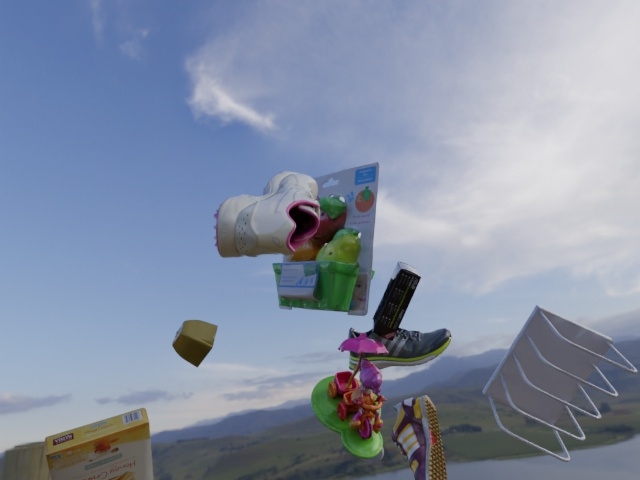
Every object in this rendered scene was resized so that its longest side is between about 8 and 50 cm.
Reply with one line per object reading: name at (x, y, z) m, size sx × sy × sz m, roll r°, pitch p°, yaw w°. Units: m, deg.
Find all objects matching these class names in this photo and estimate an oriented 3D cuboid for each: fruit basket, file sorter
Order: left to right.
fruit basket at (0.000, 0.000, 1.055) m, size 0.165 × 0.354 × 0.326 m, roll 7°, pitch -7°, yaw -43°
file sorter at (0.551, 0.338, 1.006) m, size 0.192 × 0.278 × 0.173 m, roll 25°, pitch 17°, yaw 5°

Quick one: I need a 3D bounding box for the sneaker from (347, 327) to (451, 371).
sneaker at (0.209, 0.279, 1.180) m, size 0.299 × 0.122 × 0.111 m, roll -15°, pitch 4°, yaw 13°

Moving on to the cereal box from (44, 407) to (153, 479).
cereal box at (-0.423, 0.455, 0.838) m, size 0.172 × 0.047 × 0.241 m, roll -9°, pitch -60°, yaw -30°

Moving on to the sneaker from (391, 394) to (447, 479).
sneaker at (0.170, 0.375, 0.763) m, size 0.083 × 0.186 × 0.070 m, roll -25°, pitch -59°, yaw 27°

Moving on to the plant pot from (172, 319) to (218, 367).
plant pot at (-0.313, 0.244, 1.046) m, size 0.083 × 0.082 × 0.081 m, roll 30°, pitch -67°, yaw -19°

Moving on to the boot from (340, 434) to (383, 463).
boot at (0.104, 0.584, 1.351) m, size 0.095 × 0.258 × 0.123 m, roll -55°, pitch -26°, yaw 4°

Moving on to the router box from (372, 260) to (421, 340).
router box at (0.130, 0.103, 0.742) m, size 0.038 × 0.123 × 0.092 m, roll 23°, pitch 7°, yaw 4°

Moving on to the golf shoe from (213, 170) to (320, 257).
golf shoe at (-0.050, -0.043, 0.729) m, size 0.140 × 0.306 × 0.116 m, roll 8°, pitch -65°, yaw 20°

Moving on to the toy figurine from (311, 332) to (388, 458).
toy figurine at (0.066, 0.241, 0.717) m, size 0.130 × 0.173 × 0.159 m, roll 0°, pitch -59°, yaw -20°
